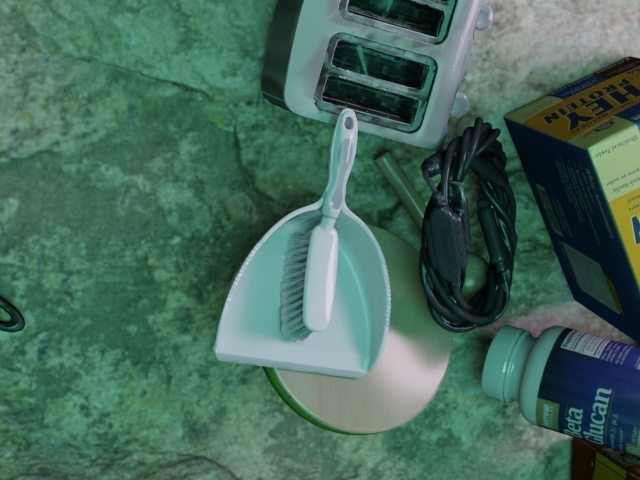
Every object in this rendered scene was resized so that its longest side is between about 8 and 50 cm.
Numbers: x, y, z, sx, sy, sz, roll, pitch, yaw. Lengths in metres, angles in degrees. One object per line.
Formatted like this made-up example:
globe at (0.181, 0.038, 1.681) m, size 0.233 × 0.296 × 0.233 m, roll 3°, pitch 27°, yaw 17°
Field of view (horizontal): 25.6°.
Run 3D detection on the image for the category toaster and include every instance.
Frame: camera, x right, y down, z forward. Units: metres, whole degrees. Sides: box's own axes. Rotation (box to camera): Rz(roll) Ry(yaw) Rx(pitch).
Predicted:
toaster at (0.042, -0.176, 1.181) m, size 0.185 × 0.110 × 0.168 m, roll 14°, pitch 98°, yaw -14°

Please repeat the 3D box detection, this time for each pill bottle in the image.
pill bottle at (0.235, 0.131, 1.265) m, size 0.169 × 0.094 × 0.094 m, roll 15°, pitch 101°, yaw 24°

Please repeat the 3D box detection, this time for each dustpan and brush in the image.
dustpan and brush at (0.000, 0.000, 1.138) m, size 0.147 × 0.060 × 0.211 m, roll 10°, pitch 82°, yaw -24°

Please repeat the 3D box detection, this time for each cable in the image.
cable at (0.127, -0.010, 1.203) m, size 0.047 × 0.150 × 0.184 m, roll 2°, pitch 124°, yaw 27°

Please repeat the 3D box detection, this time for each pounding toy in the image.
pounding toy at (0.026, 0.065, 1.250) m, size 0.183 × 0.110 × 0.237 m, roll 46°, pitch 63°, yaw -10°

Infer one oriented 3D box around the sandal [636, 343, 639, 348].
sandal at (0.387, 0.071, 1.321) m, size 0.079 × 0.088 × 0.240 m, roll 41°, pitch 87°, yaw -11°

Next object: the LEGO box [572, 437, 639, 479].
LEGO box at (0.438, 0.435, 1.335) m, size 0.372 × 0.193 × 0.500 m, roll -2°, pitch 97°, yaw -11°

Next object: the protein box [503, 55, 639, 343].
protein box at (0.281, -0.034, 1.215) m, size 0.136 × 0.201 × 0.200 m, roll -25°, pitch 106°, yaw -6°

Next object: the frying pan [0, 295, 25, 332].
frying pan at (-0.417, 0.001, 1.158) m, size 0.197 × 0.053 × 0.326 m, roll -35°, pitch 104°, yaw -2°
